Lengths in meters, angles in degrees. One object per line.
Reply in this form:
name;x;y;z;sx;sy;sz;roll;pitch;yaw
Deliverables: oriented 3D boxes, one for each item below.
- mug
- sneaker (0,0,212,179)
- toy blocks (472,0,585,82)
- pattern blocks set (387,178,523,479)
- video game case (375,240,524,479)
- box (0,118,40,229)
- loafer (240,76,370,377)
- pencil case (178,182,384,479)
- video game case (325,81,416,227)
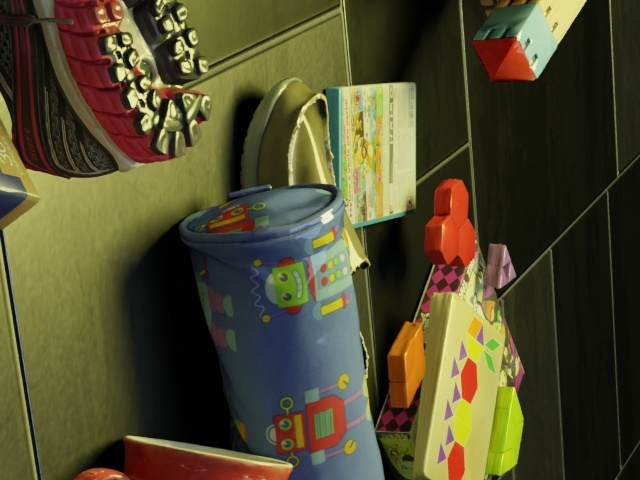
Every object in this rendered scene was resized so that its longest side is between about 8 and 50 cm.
mug;-0.105;0.218;1.153;0.113;0.150;0.169;168;-68;-78
sneaker;-0.170;-0.169;0.949;0.121;0.112;0.299;-43;117;-57
toy blocks;0.142;-0.318;1.540;0.261;0.190;0.381;-55;130;-35
pattern blocks set;0.123;0.141;1.590;0.285;0.026;0.325;50;47;-51
video game case;0.128;0.152;1.682;0.210;0.041;0.232;67;35;-43
box;-0.231;-0.077;0.823;0.136;0.036;0.225;62;21;16
loafer;0.000;0.000;1.339;0.094;0.087;0.251;-32;121;-60
pencil case;-0.023;0.107;1.264;0.133;0.119;0.306;-135;-145;-65
video game case;0.045;-0.075;1.516;0.166;0.015;0.119;-14;106;-64
